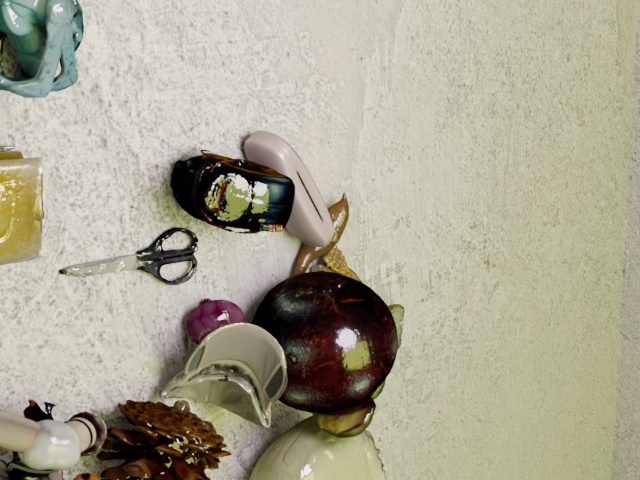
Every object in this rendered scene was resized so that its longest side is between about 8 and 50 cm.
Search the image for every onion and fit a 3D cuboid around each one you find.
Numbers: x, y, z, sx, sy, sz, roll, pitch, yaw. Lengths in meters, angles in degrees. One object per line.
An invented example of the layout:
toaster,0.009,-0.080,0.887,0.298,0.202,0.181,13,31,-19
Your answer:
onion,-0.204,0.157,1.941,0.115,0.104,0.115,-21,150,-13

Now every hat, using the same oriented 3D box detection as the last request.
hat,-0.174,0.242,1.916,0.219,0.164,0.226,20,102,-11

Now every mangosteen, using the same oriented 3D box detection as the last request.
mangosteen,0.006,0.219,2.027,0.330,0.330,0.330,-19,117,-45

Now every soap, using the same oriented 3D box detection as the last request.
soap,-0.548,-0.041,1.471,0.274,0.089,0.174,-11,111,-46

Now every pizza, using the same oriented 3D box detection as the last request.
pizza,0.034,0.130,2.238,0.182,0.062,0.161,4,92,-55

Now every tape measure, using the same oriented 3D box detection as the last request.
tape measure,-0.154,-0.083,1.829,0.222,0.202,0.135,8,98,-36

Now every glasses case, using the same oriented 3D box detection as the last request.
glasses case,-0.060,-0.099,2.002,0.075,0.113,0.297,-50,136,-23

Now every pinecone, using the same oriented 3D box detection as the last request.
pinecone,-0.285,0.418,1.813,0.264,0.264,0.264,-19,117,-45

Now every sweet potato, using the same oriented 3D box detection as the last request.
sweet potato,0.003,0.001,2.153,0.226,0.068,0.068,-57,138,-7

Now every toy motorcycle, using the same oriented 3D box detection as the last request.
toy motorcycle,-0.443,-0.327,1.444,0.206,0.154,0.260,-55,149,-24

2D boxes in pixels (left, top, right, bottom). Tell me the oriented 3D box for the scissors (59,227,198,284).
scissors,-0.337,0.038,1.797,0.300,0.022,0.109,-8,105,-48

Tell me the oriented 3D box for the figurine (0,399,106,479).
figurine,-0.486,0.430,1.608,0.320,0.196,0.323,13,96,-39

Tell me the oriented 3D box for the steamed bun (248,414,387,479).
steamed bun,-0.030,0.543,2.165,0.312,0.233,0.334,-26,112,-40

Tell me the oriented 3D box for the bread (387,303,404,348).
bread,0.118,0.211,2.343,0.232,0.088,0.128,-8,118,-55

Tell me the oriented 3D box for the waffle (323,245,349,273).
waffle,0.031,0.036,2.192,0.078,0.016,0.085,31,34,-39
